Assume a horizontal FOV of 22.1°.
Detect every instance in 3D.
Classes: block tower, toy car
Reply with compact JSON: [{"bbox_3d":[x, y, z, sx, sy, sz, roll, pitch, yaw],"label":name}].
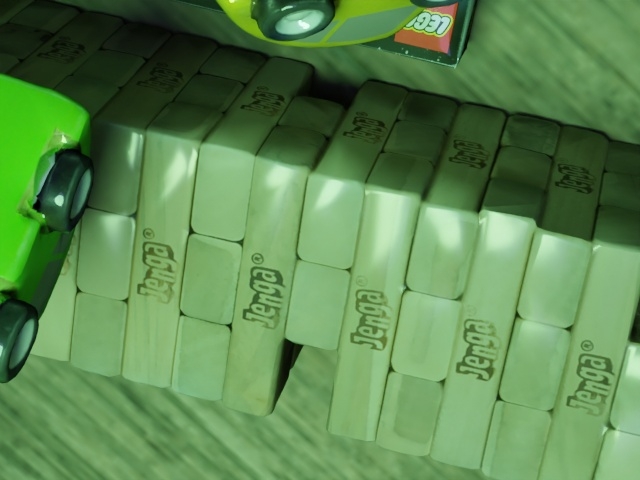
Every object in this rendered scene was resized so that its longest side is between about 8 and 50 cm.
[{"bbox_3d":[0.000,0.000,0.533,0.335,0.091,0.097,13,115,8],"label":"block tower"},{"bbox_3d":[-0.079,-0.051,0.458,0.239,0.225,0.053,19,161,6],"label":"toy car"}]

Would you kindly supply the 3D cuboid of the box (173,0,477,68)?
[{"bbox_3d":[-0.011,-0.116,0.518,0.137,0.027,0.094,15,115,7],"label":"box"}]
